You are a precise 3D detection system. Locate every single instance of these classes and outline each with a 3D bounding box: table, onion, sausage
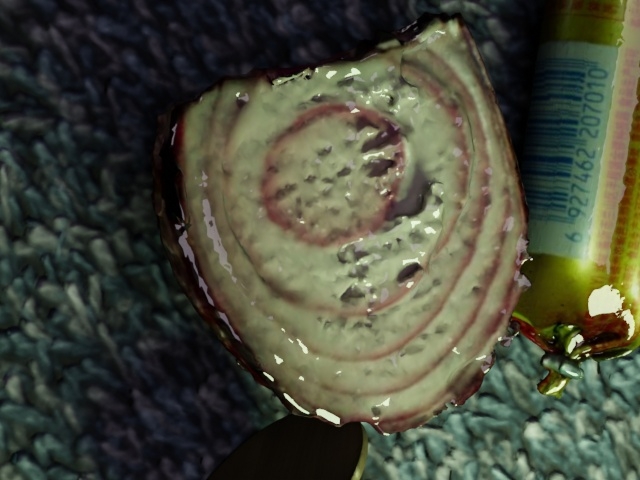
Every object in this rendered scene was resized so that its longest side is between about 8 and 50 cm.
[{"bbox_3d":[0.027,0.255,1.383,0.167,0.167,0.226,-45,114,-14],"label":"table"},{"bbox_3d":[0.000,0.000,1.357,0.314,0.146,0.280,-19,99,-40],"label":"onion"},{"bbox_3d":[0.210,-0.036,1.455,0.125,0.117,0.317,8,91,-14],"label":"sausage"}]
